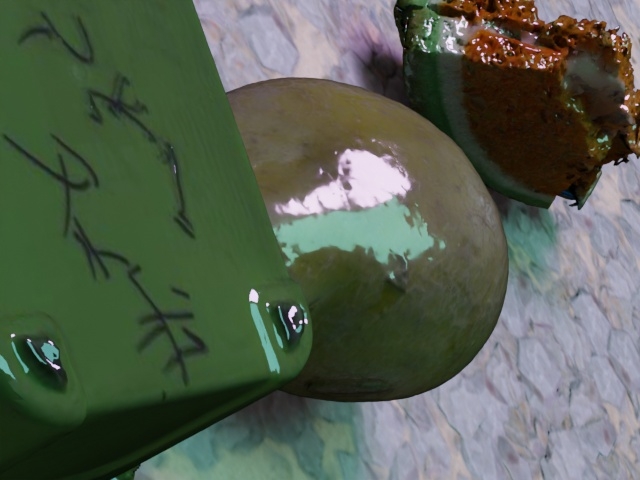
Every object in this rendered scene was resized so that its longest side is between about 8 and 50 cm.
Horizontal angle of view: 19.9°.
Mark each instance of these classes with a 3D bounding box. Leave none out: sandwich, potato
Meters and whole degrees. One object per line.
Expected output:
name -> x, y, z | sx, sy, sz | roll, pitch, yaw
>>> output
sandwich -> 0.146, -0.090, 1.286 | 0.079, 0.159, 0.235 | -68, 149, -26
potato -> 0.000, 0.000, 0.989 | 0.235, 0.160, 0.178 | -2, 29, -41

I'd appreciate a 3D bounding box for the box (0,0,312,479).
box -> -0.156, -0.042, 0.766 | 0.252, 0.177, 0.329 | -8, 74, -56
